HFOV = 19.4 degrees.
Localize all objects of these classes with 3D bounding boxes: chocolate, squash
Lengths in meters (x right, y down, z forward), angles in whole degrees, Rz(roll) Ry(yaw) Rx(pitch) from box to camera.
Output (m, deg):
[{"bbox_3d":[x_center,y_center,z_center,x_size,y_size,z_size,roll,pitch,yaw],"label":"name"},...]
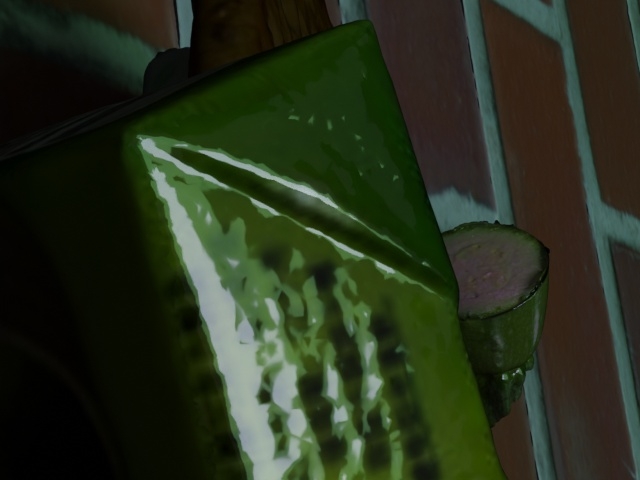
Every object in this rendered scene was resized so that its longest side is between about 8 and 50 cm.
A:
[{"bbox_3d":[-0.082,0.098,0.704,0.137,0.301,0.288,-17,91,-49],"label":"chocolate"},{"bbox_3d":[0.125,0.067,1.336,0.105,0.105,0.132,-71,152,-47],"label":"squash"}]

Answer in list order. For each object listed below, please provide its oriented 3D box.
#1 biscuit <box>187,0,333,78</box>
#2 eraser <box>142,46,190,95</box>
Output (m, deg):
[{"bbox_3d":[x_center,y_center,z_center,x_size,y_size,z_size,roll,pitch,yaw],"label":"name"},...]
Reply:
[{"bbox_3d":[0.000,0.000,0.899,0.359,0.046,0.359,-12,90,-81],"label":"biscuit"},{"bbox_3d":[-0.043,0.028,1.034,0.174,0.081,0.227,40,42,-52],"label":"eraser"}]
